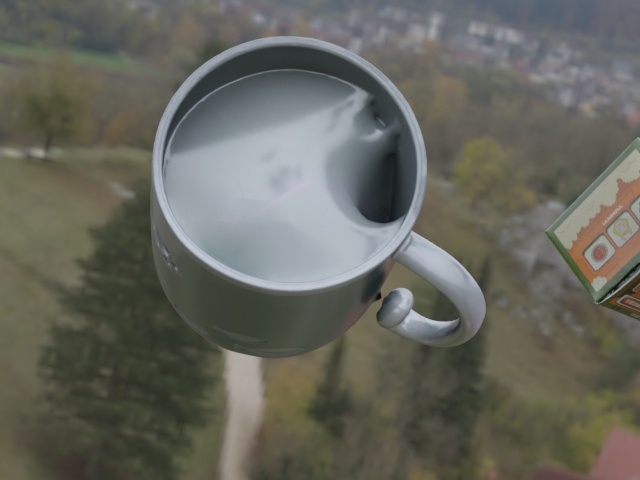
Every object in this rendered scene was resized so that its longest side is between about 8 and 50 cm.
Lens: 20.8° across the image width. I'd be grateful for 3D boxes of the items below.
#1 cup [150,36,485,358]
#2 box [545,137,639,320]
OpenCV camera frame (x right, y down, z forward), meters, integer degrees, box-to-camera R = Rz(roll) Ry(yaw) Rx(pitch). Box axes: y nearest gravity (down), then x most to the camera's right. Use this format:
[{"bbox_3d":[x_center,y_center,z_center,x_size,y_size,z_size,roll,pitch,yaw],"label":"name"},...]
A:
[{"bbox_3d":[0.000,0.000,1.733,0.357,0.259,0.274,32,-21,5],"label":"cup"},{"bbox_3d":[0.432,0.001,2.233,0.195,0.177,0.148,21,29,-46],"label":"box"}]
